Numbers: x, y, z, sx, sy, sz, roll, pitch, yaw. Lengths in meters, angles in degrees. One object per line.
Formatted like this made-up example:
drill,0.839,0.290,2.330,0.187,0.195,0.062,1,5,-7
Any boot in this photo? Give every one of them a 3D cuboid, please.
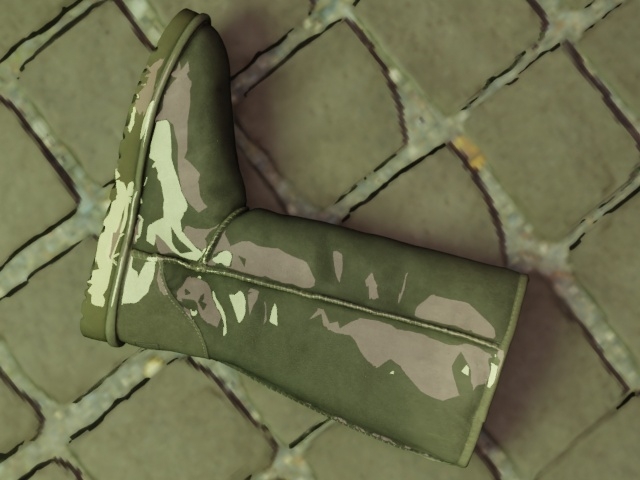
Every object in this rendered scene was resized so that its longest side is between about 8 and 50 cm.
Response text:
boot,0.001,-0.001,0.949,0.208,0.076,0.190,15,100,10
